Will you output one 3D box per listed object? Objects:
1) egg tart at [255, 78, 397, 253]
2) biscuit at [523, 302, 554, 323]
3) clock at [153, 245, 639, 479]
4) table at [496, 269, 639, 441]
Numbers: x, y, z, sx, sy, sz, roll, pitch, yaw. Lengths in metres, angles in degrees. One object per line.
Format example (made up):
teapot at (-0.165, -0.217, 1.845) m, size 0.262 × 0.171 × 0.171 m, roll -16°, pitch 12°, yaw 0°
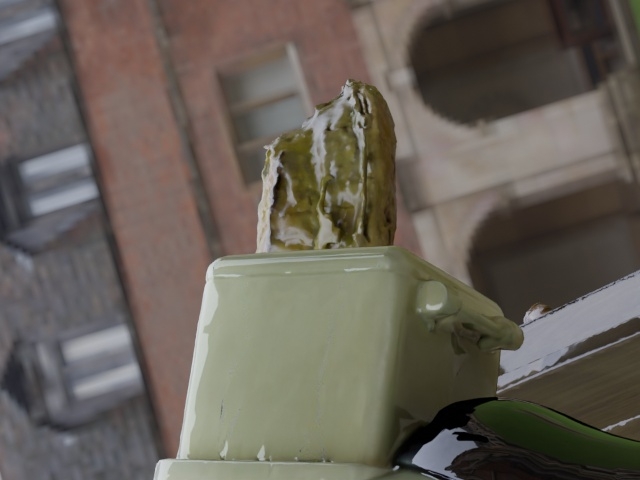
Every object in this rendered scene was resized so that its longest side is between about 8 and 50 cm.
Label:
egg tart at (0.000, 0.000, 0.768) m, size 0.130 × 0.052 × 0.130 m, roll -176°, pitch 90°, yaw -81°
biscuit at (0.215, 0.110, 1.328) m, size 0.188 × 0.027 × 0.188 m, roll 39°, pitch 179°, yaw 1°
clock at (0.118, 0.105, 0.457) m, size 0.120 × 0.379 × 0.276 m, roll 30°, pitch -120°, yaw -52°
table at (0.129, 0.082, 0.862) m, size 0.167 × 0.226 × 0.167 m, roll 19°, pitch -122°, yaw -34°
